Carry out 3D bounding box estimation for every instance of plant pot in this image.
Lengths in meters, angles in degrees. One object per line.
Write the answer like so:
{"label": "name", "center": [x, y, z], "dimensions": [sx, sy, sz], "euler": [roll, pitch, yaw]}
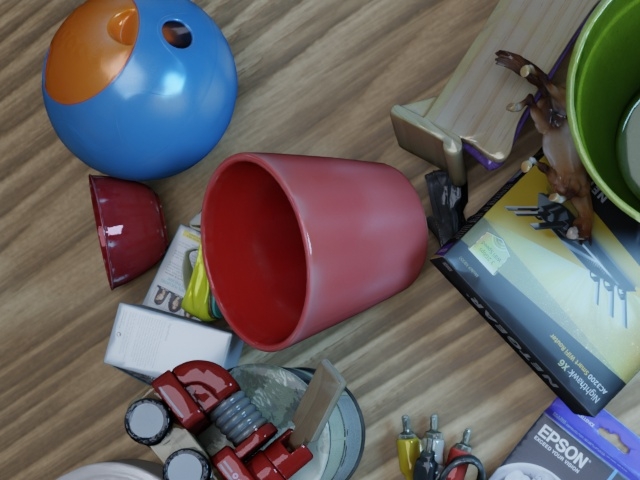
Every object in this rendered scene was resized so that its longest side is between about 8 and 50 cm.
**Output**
{"label": "plant pot", "center": [0.000, 0.000, 1.738], "dimensions": [0.275, 0.243, 0.275], "euler": [18, 113, 50]}
{"label": "plant pot", "center": [0.509, -0.155, 1.624], "dimensions": [0.366, 0.353, 0.367], "euler": [-1, 83, 11]}

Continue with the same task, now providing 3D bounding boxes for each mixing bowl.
{"label": "mixing bowl", "center": [-0.290, -0.022, 1.884], "dimensions": [0.098, 0.181, 0.181], "euler": [-12, 80, -13]}

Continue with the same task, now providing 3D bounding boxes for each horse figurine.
{"label": "horse figurine", "center": [0.305, -0.130, 1.612], "dimensions": [0.066, 0.174, 0.263], "euler": [-21, 73, 31]}

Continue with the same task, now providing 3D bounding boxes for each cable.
{"label": "cable", "center": [0.161, 0.401, 1.789], "dimensions": [0.139, 0.072, 0.287], "euler": [10, 96, 15]}

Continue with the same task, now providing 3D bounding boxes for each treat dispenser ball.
{"label": "treat dispenser ball", "center": [-0.267, -0.232, 1.830], "dimensions": [0.288, 0.288, 0.288], "euler": [-1, 83, 12]}

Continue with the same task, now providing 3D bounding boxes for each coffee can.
{"label": "coffee can", "center": [-0.057, 0.276, 1.729], "dimensions": [0.201, 0.275, 0.202], "euler": [-1, 83, 11]}

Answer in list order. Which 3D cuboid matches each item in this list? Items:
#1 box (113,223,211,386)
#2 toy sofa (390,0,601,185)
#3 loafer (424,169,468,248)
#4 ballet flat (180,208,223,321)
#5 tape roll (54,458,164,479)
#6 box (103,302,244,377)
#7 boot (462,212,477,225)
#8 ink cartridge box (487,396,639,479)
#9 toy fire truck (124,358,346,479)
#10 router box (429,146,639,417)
{"label": "box", "center": [-0.217, 0.106, 1.893], "dimensions": [0.100, 0.060, 0.244], "euler": [26, 89, 13]}
{"label": "toy sofa", "center": [0.267, -0.258, 1.769], "dimensions": [0.177, 0.150, 0.363], "euler": [30, 81, 14]}
{"label": "loafer", "center": [0.185, -0.025, 1.830], "dimensions": [0.061, 0.062, 0.170], "euler": [-3, 73, 20]}
{"label": "ballet flat", "center": [-0.163, 0.004, 1.830], "dimensions": [0.077, 0.077, 0.231], "euler": [9, 86, 28]}
{"label": "tape roll", "center": [-0.303, 0.471, 1.847], "dimensions": [0.286, 0.100, 0.286], "euler": [-1, 83, 12]}
{"label": "box", "center": [-0.209, 0.156, 1.788], "dimensions": [0.170, 0.130, 0.091], "euler": [15, 87, 7]}
{"label": "boot", "center": [0.265, -0.029, 1.789], "dimensions": [0.121, 0.099, 0.045], "euler": [-21, 77, 7]}
{"label": "ink cartridge box", "center": [0.370, 0.343, 1.750], "dimensions": [0.206, 0.045, 0.208], "euler": [38, 90, 14]}
{"label": "toy fire truck", "center": [-0.094, 0.223, 1.536], "dimensions": [0.246, 0.158, 0.217], "euler": [-38, 76, -7]}
{"label": "router box", "center": [0.344, 0.051, 1.706], "dimensions": [0.243, 0.081, 0.309], "euler": [-45, 94, -9]}
